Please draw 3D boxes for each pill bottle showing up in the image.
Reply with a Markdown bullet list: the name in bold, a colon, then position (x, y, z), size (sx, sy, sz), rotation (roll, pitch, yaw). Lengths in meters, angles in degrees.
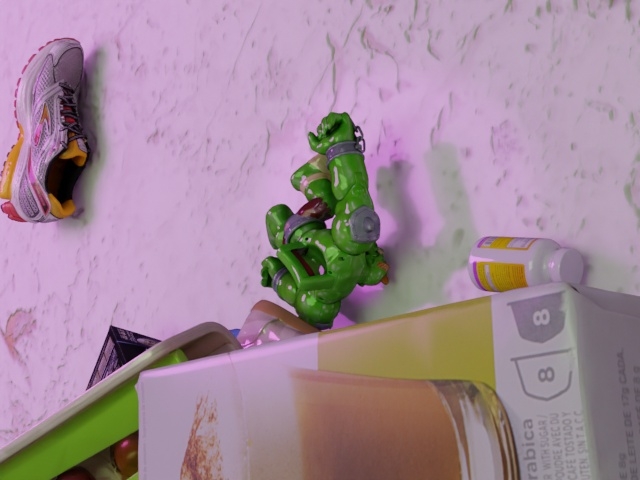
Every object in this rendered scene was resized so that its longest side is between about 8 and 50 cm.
- **pill bottle**: position (0.155, 0.019, 0.899), size (0.083, 0.043, 0.043), rotation (3, 85, 48)

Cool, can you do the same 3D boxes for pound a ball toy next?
- **pound a ball toy**: position (-0.167, 0.235, 1.008), size (0.319, 0.136, 0.208), rotation (-34, 83, 23)

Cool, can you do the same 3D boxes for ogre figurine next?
- **ogre figurine**: position (0.000, 0.000, 1.034), size (0.197, 0.097, 0.118), rotation (-47, 45, 26)

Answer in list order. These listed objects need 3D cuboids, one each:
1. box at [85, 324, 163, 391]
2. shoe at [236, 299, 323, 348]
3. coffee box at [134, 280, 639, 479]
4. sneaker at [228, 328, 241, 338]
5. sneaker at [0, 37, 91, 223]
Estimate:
- **box**: position (-0.195, 0.195, 1.175), size (0.180, 0.077, 0.147), rotation (-69, 20, 5)
- **shoe**: position (0.017, 0.115, 0.981), size (0.219, 0.058, 0.076), rotation (20, 143, 33)
- **coffee box**: position (0.121, 0.231, 0.678), size (0.334, 0.338, 0.338), rotation (-16, 71, 45)
- **sneaker**: position (-0.060, 0.127, 1.086), size (0.209, 0.082, 0.069), rotation (22, 101, 48)
- **sneaker**: position (-0.308, -0.128, 1.414), size (0.092, 0.088, 0.225), rotation (8, 89, 27)
